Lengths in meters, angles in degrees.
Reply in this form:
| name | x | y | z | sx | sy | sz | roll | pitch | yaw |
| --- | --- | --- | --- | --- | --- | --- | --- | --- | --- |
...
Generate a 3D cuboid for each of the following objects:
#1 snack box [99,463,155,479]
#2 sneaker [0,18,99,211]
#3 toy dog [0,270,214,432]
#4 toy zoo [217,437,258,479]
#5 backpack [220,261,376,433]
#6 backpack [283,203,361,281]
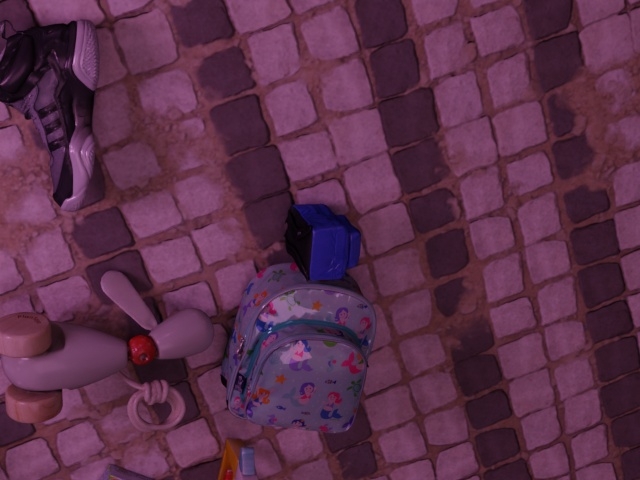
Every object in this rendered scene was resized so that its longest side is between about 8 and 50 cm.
| name | x | y | z | sx | sy | sz | roll | pitch | yaw |
| --- | --- | --- | --- | --- | --- | --- | --- | --- | --- |
| snack box | -0.312 | 0.442 | 1.866 | 0.141 | 0.037 | 0.100 | 26 | 104 | -24 |
| sneaker | -0.385 | -0.172 | 1.527 | 0.153 | 0.101 | 0.268 | 2 | 108 | -15 |
| toy dog | -0.347 | 0.155 | 1.685 | 0.334 | 0.161 | 0.220 | 11 | 109 | -35 |
| toy zoo | -0.144 | 0.462 | 1.833 | 0.030 | 0.192 | 0.293 | 6 | 112 | -18 |
| backpack | -0.028 | 0.167 | 1.737 | 0.225 | 0.191 | 0.253 | 10 | 106 | -18 |
| backpack | 0.000 | 0.000 | 1.696 | 0.101 | 0.120 | 0.097 | -1 | 113 | -25 |
